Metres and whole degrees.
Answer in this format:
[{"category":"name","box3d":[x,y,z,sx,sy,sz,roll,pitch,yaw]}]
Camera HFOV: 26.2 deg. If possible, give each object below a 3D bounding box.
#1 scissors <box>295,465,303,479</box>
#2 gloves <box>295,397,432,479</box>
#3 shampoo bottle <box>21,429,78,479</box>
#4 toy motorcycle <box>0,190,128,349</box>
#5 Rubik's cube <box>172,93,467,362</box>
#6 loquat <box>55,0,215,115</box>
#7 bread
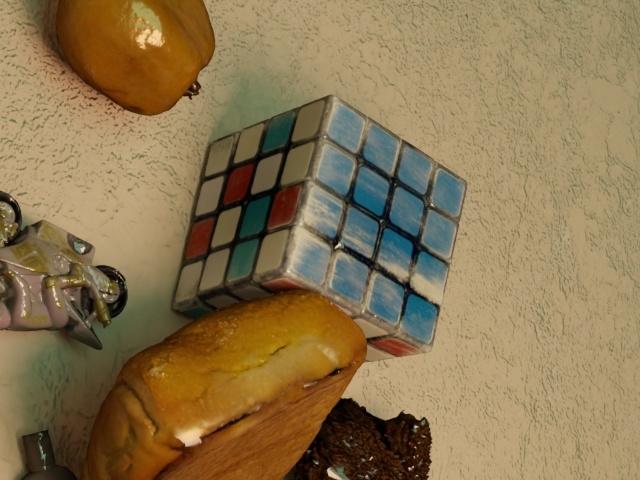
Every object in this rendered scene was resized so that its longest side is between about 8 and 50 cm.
[{"category":"scissors","box3d":[-0.005,0.402,1.808,0.125,0.030,0.256,35,56,-28]},{"category":"gloves","box3d":[0.083,0.342,1.795,0.312,0.135,0.210,54,49,-17]},{"category":"shampoo bottle","box3d":[-0.310,0.301,1.575,0.080,0.040,0.165,-11,86,-40]},{"category":"toy motorcycle","box3d":[-0.332,0.052,1.597,0.225,0.073,0.152,38,59,-25]},{"category":"Rubik's cube","box3d":[0.000,0.001,1.766,0.259,0.253,0.256,29,63,-33]},{"category":"loquat","box3d":[-0.228,-0.255,1.690,0.234,0.176,0.187,51,52,-31]},{"category":"bread","box3d":[-0.132,0.210,1.589,0.337,0.328,0.148,-25,66,-35]}]
